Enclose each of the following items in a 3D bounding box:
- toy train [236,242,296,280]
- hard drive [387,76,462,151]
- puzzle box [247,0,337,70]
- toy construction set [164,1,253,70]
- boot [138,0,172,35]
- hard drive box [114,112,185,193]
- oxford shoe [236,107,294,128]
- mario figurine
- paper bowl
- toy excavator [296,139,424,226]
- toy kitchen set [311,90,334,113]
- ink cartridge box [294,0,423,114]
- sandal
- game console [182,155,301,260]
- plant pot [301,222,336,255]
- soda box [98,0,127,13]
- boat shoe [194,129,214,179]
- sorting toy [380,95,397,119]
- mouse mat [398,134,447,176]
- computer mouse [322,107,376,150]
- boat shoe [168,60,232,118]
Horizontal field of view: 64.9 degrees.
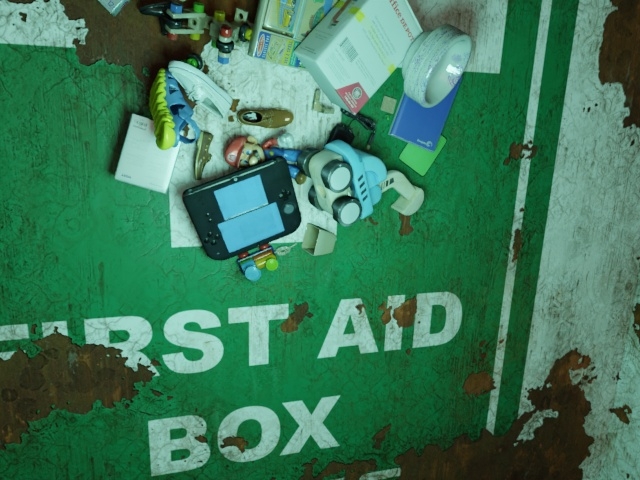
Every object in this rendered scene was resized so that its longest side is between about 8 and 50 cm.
[{"bbox_3d":[-0.190,0.071,1.936,0.247,0.143,0.105,-23,110,-10],"label":"toy train"},{"bbox_3d":[0.418,-0.540,2.006,0.210,0.040,0.319,17,97,-20],"label":"hard drive"},{"bbox_3d":[-0.075,-0.798,1.700,0.271,0.052,0.409,1,118,-35],"label":"puzzle box"},{"bbox_3d":[-0.358,-0.741,1.652,0.237,0.257,0.309,-53,142,-45],"label":"toy construction set"},{"bbox_3d":[-0.530,-0.735,1.673,0.121,0.045,0.099,-18,113,-12],"label":"boot"},{"bbox_3d":[-0.591,-0.300,1.745,0.180,0.089,0.233,17,99,-20],"label":"hard drive box"},{"bbox_3d":[-0.194,-0.444,1.835,0.212,0.076,0.076,-6,105,-17],"label":"oxford shoe"},{"bbox_3d":[-0.188,-0.282,1.824,0.320,0.170,0.198,6,77,-24],"label":"mario figurine"},{"bbox_3d":[0.409,-0.644,1.835,0.284,0.148,0.284,-38,155,-22],"label":"paper bowl"},{"bbox_3d":[0.188,-0.215,1.906,0.444,0.222,0.433,-30,126,-18],"label":"toy excavator"},{"bbox_3d":[0.018,-0.515,1.882,0.083,0.068,0.075,6,103,-19],"label":"toy kitchen set"},{"bbox_3d":[0.141,-0.693,1.779,0.385,0.160,0.279,-48,135,0],"label":"ink cartridge box"},{"bbox_3d":[-0.486,-0.431,1.673,0.138,0.126,0.318,1,65,-35],"label":"sandal"},{"bbox_3d":[-0.271,-0.106,1.838,0.386,0.060,0.342,-22,137,-10],"label":"game console"},{"bbox_3d":[0.000,0.000,2.000,0.096,0.109,0.109,8,102,-31],"label":"plant pot"},{"bbox_3d":[-0.725,-0.845,1.557,0.098,0.091,0.286,-46,112,0],"label":"soda box"},{"bbox_3d":[-0.420,-0.303,1.809,0.060,0.064,0.178,7,100,-16],"label":"boat shoe"},{"bbox_3d":[0.265,-0.522,1.985,0.061,0.012,0.084,12,97,-24],"label":"sorting toy"},{"bbox_3d":[0.423,-0.377,2.075,0.152,0.007,0.190,32,94,-22],"label":"mouse mat"},{"bbox_3d":[0.105,-0.377,1.956,0.183,0.060,0.262,22,92,-24],"label":"computer mouse"},{"bbox_3d":[-0.406,-0.504,1.699,0.258,0.095,0.084,28,71,-41],"label":"boat shoe"}]
